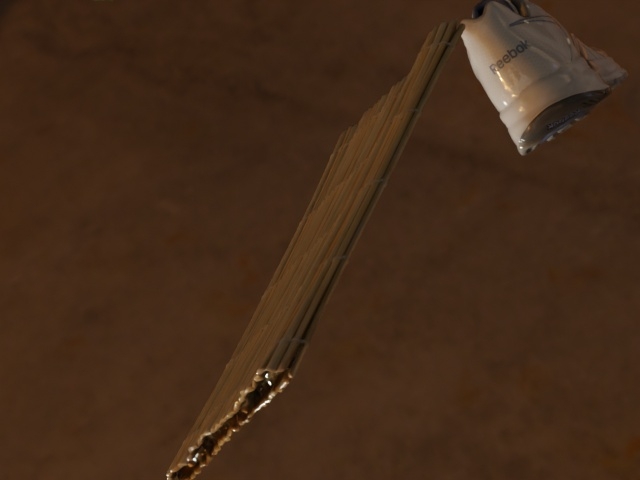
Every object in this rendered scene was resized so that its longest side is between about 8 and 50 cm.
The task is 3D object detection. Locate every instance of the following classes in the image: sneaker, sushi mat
[{"bbox_3d":[0.185,-0.156,1.660,0.111,0.129,0.297,-36,179,9],"label":"sneaker"},{"bbox_3d":[0.000,0.000,1.160,0.151,0.019,0.316,-49,-170,47],"label":"sushi mat"}]
